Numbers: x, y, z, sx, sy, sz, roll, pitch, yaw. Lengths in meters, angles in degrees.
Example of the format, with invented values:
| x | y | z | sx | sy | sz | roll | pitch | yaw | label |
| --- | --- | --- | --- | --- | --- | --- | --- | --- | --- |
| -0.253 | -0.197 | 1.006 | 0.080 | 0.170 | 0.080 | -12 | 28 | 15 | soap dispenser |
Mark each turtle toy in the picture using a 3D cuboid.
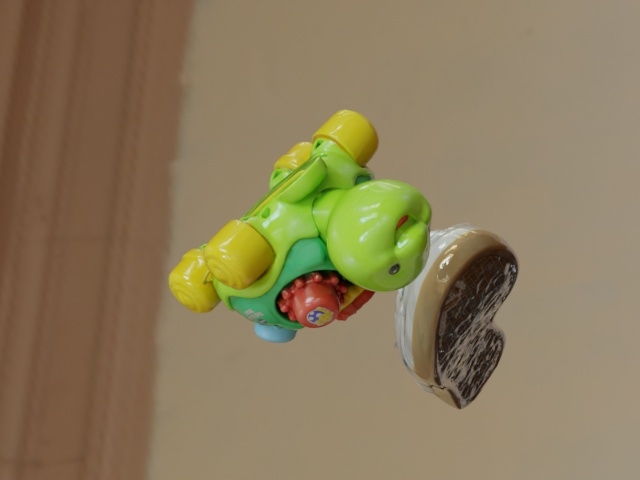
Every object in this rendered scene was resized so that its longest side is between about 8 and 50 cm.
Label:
| x | y | z | sx | sy | sz | roll | pitch | yaw | label |
| --- | --- | --- | --- | --- | --- | --- | --- | --- | --- |
| 0.000 | 0.000 | 0.713 | 0.066 | 0.130 | 0.095 | 46 | -114 | -6 | turtle toy |

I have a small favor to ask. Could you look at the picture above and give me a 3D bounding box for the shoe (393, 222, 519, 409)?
| x | y | z | sx | sy | sz | roll | pitch | yaw | label |
| --- | --- | --- | --- | --- | --- | --- | --- | --- | --- |
| 0.062 | 0.039 | 0.943 | 0.076 | 0.058 | 0.219 | -50 | -17 | -12 | shoe |
